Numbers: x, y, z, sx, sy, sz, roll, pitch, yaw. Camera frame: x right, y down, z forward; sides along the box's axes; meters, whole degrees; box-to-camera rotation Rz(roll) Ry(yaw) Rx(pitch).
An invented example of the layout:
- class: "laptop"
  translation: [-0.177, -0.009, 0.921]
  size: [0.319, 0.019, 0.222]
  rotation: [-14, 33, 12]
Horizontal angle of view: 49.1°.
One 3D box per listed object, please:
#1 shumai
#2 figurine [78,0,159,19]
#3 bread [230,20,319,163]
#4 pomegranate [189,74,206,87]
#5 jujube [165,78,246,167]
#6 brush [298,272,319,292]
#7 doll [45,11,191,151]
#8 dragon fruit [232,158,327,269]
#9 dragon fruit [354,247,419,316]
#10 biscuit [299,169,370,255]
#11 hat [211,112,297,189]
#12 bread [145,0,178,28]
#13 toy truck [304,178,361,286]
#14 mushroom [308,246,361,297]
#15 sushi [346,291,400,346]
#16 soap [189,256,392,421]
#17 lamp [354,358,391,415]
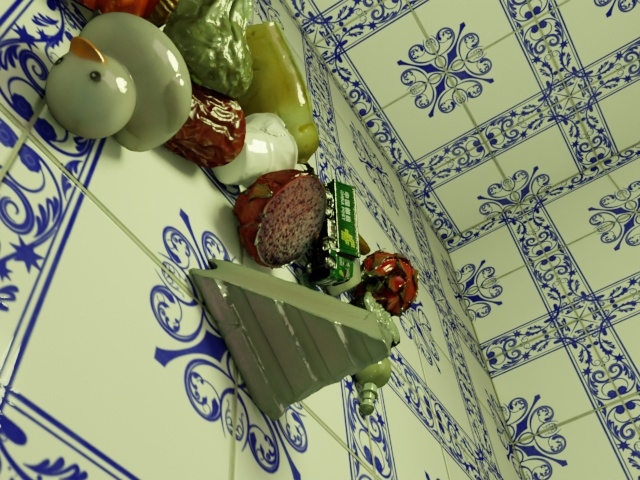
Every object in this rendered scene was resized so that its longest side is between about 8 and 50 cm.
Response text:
- class: "shumai"
  translation: [-0.199, -0.406, 1.353]
  size: [0.189, 0.218, 0.256]
  rotation: [20, 10, -14]
- class: "figurine"
  translation: [-0.443, -0.578, 1.238]
  size: [0.412, 0.241, 0.306]
  rotation: [26, 29, -48]
- class: "bread"
  translation: [-0.141, -0.337, 1.752]
  size: [0.300, 0.210, 0.341]
  rotation: [-171, -122, -82]
- class: "pomegranate"
  translation: [-0.288, -0.404, 1.550]
  size: [0.138, 0.125, 0.163]
  rotation: [43, 20, -16]
- class: "jujube"
  translation: [-0.248, -0.235, 1.366]
  size: [0.230, 0.155, 0.155]
  rotation: [26, 38, -48]
- class: "brush"
  translation: [0.002, 0.167, 1.680]
  size: [0.196, 0.021, 0.070]
  rotation: [62, 18, 1]
- class: "doll"
  translation: [-0.323, -0.228, 1.098]
  size: [0.251, 0.221, 0.221]
  rotation: [88, -13, -57]
- class: "dragon fruit"
  translation: [-0.106, -0.067, 1.490]
  size: [0.148, 0.218, 0.223]
  rotation: [30, -27, 35]
- class: "dragon fruit"
  translation: [0.184, 0.123, 2.019]
  size: [0.274, 0.192, 0.193]
  rotation: [23, 18, -51]
- class: "biscuit"
  translation: [0.031, -0.078, 2.021]
  size: [0.318, 0.040, 0.318]
  rotation: [49, 7, -8]
- class: "hat"
  translation: [-0.165, -0.183, 1.524]
  size: [0.126, 0.203, 0.203]
  rotation: [-16, 77, -50]
- class: "bread"
  translation: [-0.338, -0.537, 1.506]
  size: [0.104, 0.199, 0.199]
  rotation: [49, 20, -26]
- class: "toy truck"
  translation: [0.025, -0.016, 1.693]
  size: [0.121, 0.088, 0.258]
  rotation: [17, 63, -42]
- class: "mushroom"
  translation: [0.000, 0.000, 1.828]
  size: [0.328, 0.122, 0.159]
  rotation: [60, -20, -9]
- class: "sushi"
  translation: [0.114, 0.209, 1.789]
  size: [0.212, 0.115, 0.147]
  rotation: [40, 30, -55]
- class: "soap"
  translation: [-0.041, 0.112, 1.211]
  size: [0.302, 0.258, 0.159]
  rotation: [62, 17, 2]
- class: "lamp"
  translation: [0.118, 0.342, 1.659]
  size: [0.091, 0.091, 0.163]
  rotation: [51, 36, -32]
